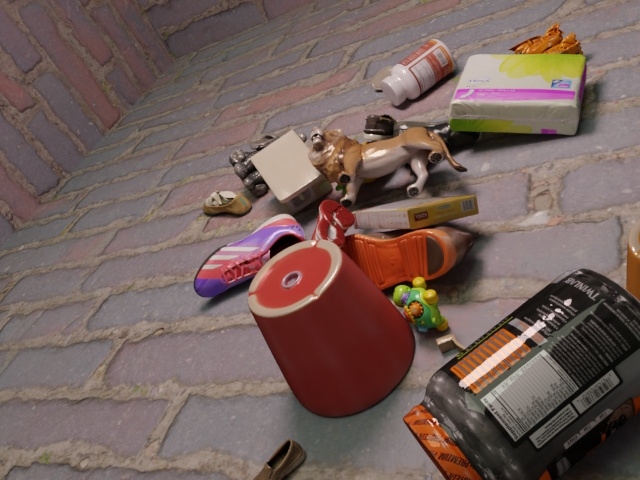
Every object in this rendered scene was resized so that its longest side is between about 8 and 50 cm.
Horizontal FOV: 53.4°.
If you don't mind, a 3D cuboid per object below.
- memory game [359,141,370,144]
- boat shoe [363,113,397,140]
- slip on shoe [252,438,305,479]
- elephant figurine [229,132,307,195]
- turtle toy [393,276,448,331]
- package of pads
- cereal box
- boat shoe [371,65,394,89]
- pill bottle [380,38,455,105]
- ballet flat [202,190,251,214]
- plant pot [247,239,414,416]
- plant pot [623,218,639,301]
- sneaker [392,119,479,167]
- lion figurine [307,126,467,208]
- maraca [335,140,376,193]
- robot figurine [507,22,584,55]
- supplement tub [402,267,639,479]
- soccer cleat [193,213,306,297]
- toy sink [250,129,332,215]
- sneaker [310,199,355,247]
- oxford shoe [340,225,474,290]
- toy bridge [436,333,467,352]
[{"bbox_3d":[0.085,-0.230,1.863,0.186,0.012,0.186,-22,34,16],"label":"memory game"},{"bbox_3d":[0.180,-0.313,1.750,0.081,0.068,0.228,8,14,21],"label":"boat shoe"},{"bbox_3d":[-0.087,0.405,1.112,0.135,0.041,0.051,-39,32,-11],"label":"slip on shoe"},{"bbox_3d":[-0.148,-0.259,1.981,0.240,0.169,0.186,-35,52,2],"label":"elephant figurine"},{"bbox_3d":[0.184,0.123,1.208,0.066,0.095,0.130,-29,31,-4],"label":"turtle toy"},{"bbox_3d":[0.481,-0.362,1.550,0.297,0.101,0.229,7,48,23],"label":"package of pads"},{"bbox_3d":[0.198,-0.060,1.379,0.173,0.047,0.240,-13,6,-23],"label":"cereal box"},{"bbox_3d":[0.270,-0.551,2.119,0.206,0.075,0.065,-21,-10,28],"label":"boat shoe"},{"bbox_3d":[0.297,-0.514,1.965,0.216,0.121,0.121,-37,32,-7],"label":"pill bottle"},{"bbox_3d":[-0.306,-0.127,2.005,0.232,0.073,0.080,3,46,44],"label":"ballet flat"},{"bbox_3d":[0.005,0.149,1.194,0.275,0.243,0.274,-23,33,16],"label":"plant pot"},{"bbox_3d":[0.528,0.056,0.914,0.205,0.187,0.205,-23,33,16],"label":"plant pot"},{"bbox_3d":[0.291,-0.242,1.640,0.228,0.087,0.130,3,67,21],"label":"sneaker"},{"bbox_3d":[0.155,-0.207,1.564,0.393,0.142,0.240,-4,38,12],"label":"lion figurine"},{"bbox_3d":[0.114,-0.196,1.710,0.185,0.099,0.127,-46,27,-8],"label":"maraca"},{"bbox_3d":[0.542,-0.474,1.730,0.291,0.085,0.211,-26,31,10],"label":"robot figurine"},{"bbox_3d":[0.296,0.211,0.887,0.338,0.207,0.207,-36,32,-5],"label":"supplement tub"},{"bbox_3d":[-0.181,0.051,1.627,0.318,0.108,0.116,-34,35,-7],"label":"soccer cleat"},{"bbox_3d":[-0.069,-0.173,1.787,0.153,0.131,0.234,-35,46,-2],"label":"toy sink"},{"bbox_3d":[0.000,0.000,1.357,0.128,0.087,0.221,-55,1,24],"label":"sneaker"},{"bbox_3d":[0.160,0.035,1.368,0.133,0.129,0.364,-17,9,-43],"label":"oxford shoe"},{"bbox_3d":[0.247,0.224,1.084,0.063,0.026,0.188,-23,33,11],"label":"toy bridge"}]
